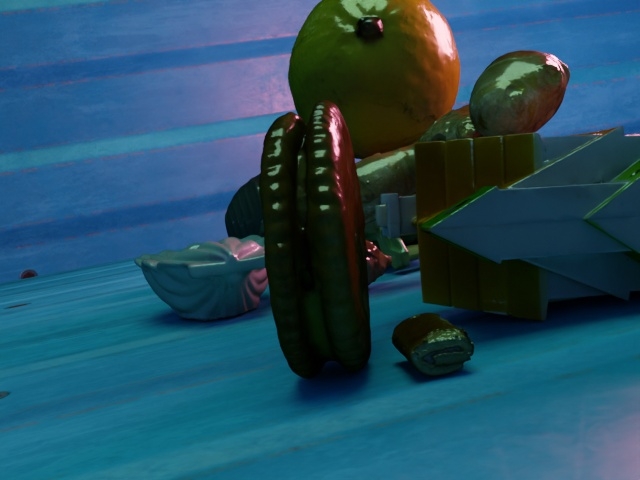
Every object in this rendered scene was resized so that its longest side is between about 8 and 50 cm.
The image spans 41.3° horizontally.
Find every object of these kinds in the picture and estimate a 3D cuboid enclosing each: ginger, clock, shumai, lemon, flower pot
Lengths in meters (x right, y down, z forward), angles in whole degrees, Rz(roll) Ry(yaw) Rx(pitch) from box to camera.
[{"bbox_3d":[0.206,-0.138,1.069,0.348,0.122,0.363,-24,-14,-44],"label":"ginger"},{"bbox_3d":[0.215,-0.018,0.800,0.309,0.166,0.235,-3,3,-6],"label":"clock"},{"bbox_3d":[0.018,0.038,1.132,0.123,0.105,0.139,-54,-22,16],"label":"shumai"},{"bbox_3d":[0.085,-0.267,1.371,0.297,0.297,0.297,-10,4,1],"label":"lemon"},{"bbox_3d":[-0.060,-0.047,1.614,0.243,0.189,0.157,-18,19,-4],"label":"flower pot"}]

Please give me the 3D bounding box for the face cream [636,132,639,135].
[{"bbox_3d":[0.434,-0.070,1.067,0.145,0.145,0.369,-11,5,-19],"label":"face cream"}]

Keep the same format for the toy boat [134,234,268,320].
[{"bbox_3d":[-0.145,0.048,1.159,0.199,0.100,0.290,-11,4,-14],"label":"toy boat"}]

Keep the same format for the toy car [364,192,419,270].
[{"bbox_3d":[0.102,-0.043,1.384,0.213,0.176,0.358,-10,0,-23],"label":"toy car"}]

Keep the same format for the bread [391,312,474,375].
[{"bbox_3d":[0.083,0.079,0.641,0.047,0.036,0.083,-18,6,-4],"label":"bread"}]

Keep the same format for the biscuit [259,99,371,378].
[{"bbox_3d":[0.000,0.000,0.677,0.066,0.221,0.220,-6,5,6],"label":"biscuit"}]
